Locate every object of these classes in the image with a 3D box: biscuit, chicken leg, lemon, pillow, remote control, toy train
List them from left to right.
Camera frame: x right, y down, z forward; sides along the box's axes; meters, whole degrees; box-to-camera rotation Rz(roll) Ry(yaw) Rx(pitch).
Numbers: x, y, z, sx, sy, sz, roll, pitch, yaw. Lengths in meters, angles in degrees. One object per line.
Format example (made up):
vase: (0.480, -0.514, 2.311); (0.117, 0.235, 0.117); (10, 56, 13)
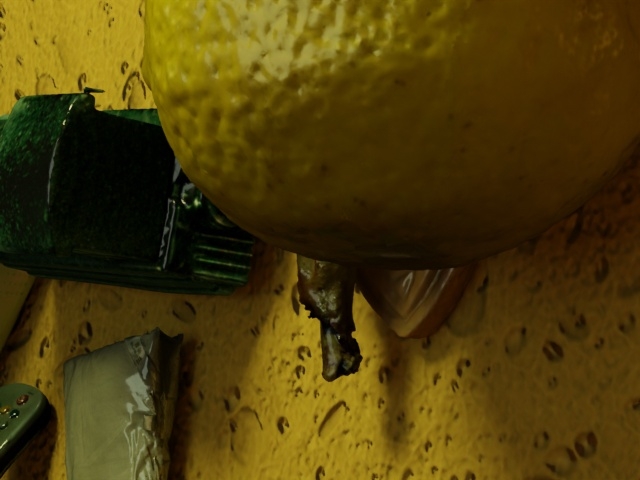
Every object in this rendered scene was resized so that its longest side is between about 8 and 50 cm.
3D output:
remote control: (-0.293, 0.202, 1.481); (0.072, 0.042, 0.222); (12, 56, 47)
toy train: (-0.183, -0.041, 1.375); (0.330, 0.178, 0.139); (3, 84, 51)
pillow: (-0.151, 0.186, 1.383); (0.148, 0.050, 0.230); (-20, 65, 56)
chicken leg: (0.000, 0.000, 1.185); (0.093, 0.070, 0.178); (-20, 77, 57)
lemon: (0.047, -0.108, 1.023); (0.310, 0.253, 0.254); (2, 81, 15)
biscuit: (0.057, -0.047, 1.189); (0.142, 0.029, 0.221); (-21, 65, 48)

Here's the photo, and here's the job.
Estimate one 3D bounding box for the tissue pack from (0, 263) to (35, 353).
tissue pack: (-0.351, 0.066, 1.576); (0.234, 0.159, 0.125); (-61, 41, 21)
